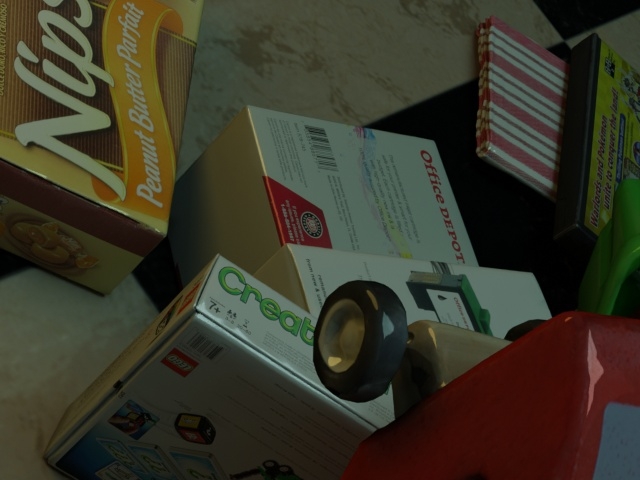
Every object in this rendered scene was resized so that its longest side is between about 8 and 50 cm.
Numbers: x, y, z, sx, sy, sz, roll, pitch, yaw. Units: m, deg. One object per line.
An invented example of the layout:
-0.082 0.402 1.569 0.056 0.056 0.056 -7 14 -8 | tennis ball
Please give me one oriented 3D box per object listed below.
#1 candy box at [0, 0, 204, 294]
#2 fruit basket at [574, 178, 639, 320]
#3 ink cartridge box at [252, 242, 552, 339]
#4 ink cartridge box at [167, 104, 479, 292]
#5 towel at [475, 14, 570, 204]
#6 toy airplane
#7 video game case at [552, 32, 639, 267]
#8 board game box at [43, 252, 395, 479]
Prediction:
-0.186 -0.136 1.097 0.183 0.087 0.316 26 46 -23 | candy box
0.363 0.151 1.163 0.392 0.283 0.392 10 33 -7 | fruit basket
0.034 0.088 1.050 0.219 0.160 0.093 7 54 -37 | ink cartridge box
0.000 0.000 1.114 0.176 0.127 0.128 8 53 -36 | ink cartridge box
0.203 -0.112 1.453 0.144 0.029 0.197 29 44 -23 | towel
0.035 0.242 0.770 0.272 0.386 0.384 -120 -173 -48 | toy airplane
0.322 -0.032 1.460 0.248 0.035 0.275 37 42 -22 | video game case
0.006 0.153 0.948 0.305 0.193 0.053 34 43 -14 | board game box
